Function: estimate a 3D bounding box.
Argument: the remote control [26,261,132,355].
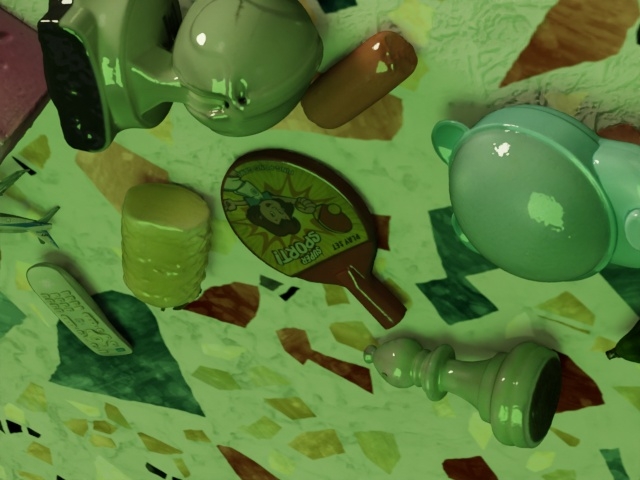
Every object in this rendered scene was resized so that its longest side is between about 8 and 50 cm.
[{"bbox_3d":[-0.371,0.105,1.786,0.073,0.044,0.229,-10,137,26],"label":"remote control"}]

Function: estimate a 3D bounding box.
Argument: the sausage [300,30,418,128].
[{"bbox_3d":[0.040,-0.176,1.284,0.062,0.062,0.154,41,135,-18],"label":"sausage"}]

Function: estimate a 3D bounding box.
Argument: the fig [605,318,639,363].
[{"bbox_3d":[0.421,0.118,1.385,0.177,0.117,0.117,-4,134,52],"label":"fig"}]

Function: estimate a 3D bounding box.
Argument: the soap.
[{"bbox_3d":[-0.449,-0.223,1.380,0.259,0.181,0.081,35,137,-10],"label":"soap"}]

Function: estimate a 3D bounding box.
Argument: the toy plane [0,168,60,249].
[{"bbox_3d":[-0.480,-0.026,1.627,0.226,0.058,0.226,10,135,-25],"label":"toy plane"}]

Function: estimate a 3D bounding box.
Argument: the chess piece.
[{"bbox_3d":[0.178,0.183,1.562,0.271,0.139,0.139,12,138,32],"label":"chess piece"}]

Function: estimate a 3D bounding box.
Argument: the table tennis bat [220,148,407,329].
[{"bbox_3d":[0.000,0.000,1.509,0.310,0.038,0.200,46,135,-18],"label":"table tennis bat"}]

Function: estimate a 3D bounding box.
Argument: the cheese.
[{"bbox_3d":[-0.212,0.008,1.569,0.123,0.094,0.167,20,138,8],"label":"cheese"}]

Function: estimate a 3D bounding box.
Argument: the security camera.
[{"bbox_3d":[-0.139,-0.203,1.249,0.277,0.191,0.197,7,130,15],"label":"security camera"}]

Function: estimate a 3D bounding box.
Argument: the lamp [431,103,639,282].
[{"bbox_3d":[0.259,-0.044,1.252,0.284,0.147,0.209,1,131,24],"label":"lamp"}]
